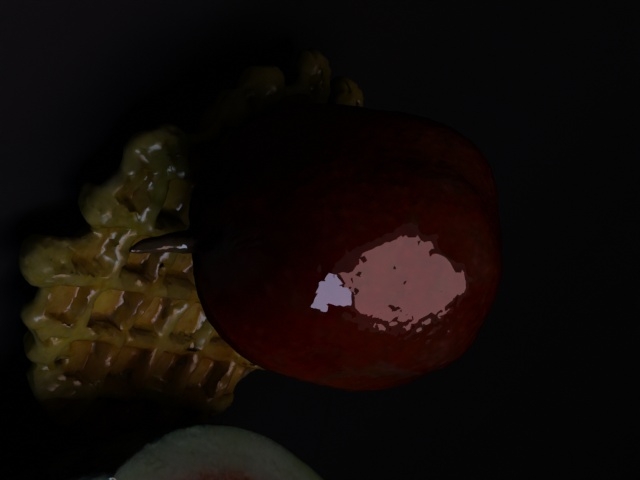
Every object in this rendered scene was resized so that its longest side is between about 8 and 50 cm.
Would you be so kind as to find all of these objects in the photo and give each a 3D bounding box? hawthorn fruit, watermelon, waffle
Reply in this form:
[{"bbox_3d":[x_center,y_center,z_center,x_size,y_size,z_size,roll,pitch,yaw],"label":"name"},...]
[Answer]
[{"bbox_3d":[0.000,0.000,0.798,0.251,0.189,0.189,10,117,-31],"label":"hawthorn fruit"},{"bbox_3d":[-0.097,0.240,0.884,0.250,0.292,0.283,-45,159,-9],"label":"watermelon"},{"bbox_3d":[-0.077,0.016,0.915,0.312,0.060,0.307,-37,147,-16],"label":"waffle"}]
